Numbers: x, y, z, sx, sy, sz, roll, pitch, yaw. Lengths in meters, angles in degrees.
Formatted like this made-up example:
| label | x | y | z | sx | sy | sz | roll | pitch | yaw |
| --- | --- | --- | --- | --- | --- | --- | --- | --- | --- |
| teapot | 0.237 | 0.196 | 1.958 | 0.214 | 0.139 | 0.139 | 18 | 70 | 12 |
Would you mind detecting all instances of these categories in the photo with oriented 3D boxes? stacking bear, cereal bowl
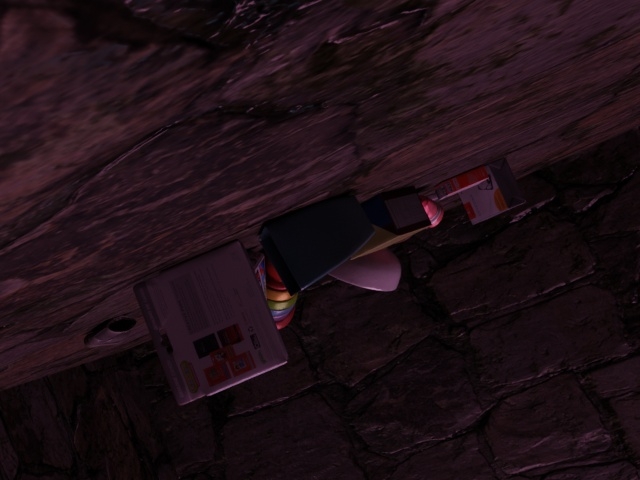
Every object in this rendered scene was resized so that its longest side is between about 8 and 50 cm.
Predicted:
| label | x | y | z | sx | sy | sz | roll | pitch | yaw |
| --- | --- | --- | --- | --- | --- | --- | --- | --- | --- |
| stacking bear | -0.140 | 0.132 | 1.706 | 0.175 | 0.164 | 0.289 | 7 | 130 | -11 |
| cereal bowl | 0.147 | 0.055 | 1.984 | 0.338 | 0.141 | 0.339 | 18 | -167 | -4 |

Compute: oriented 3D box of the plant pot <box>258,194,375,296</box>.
| label | x | y | z | sx | sy | sz | roll | pitch | yaw |
| --- | --- | --- | --- | --- | --- | --- | --- | --- | --- |
| plant pot | 0.000 | 0.000 | 1.291 | 0.234 | 0.166 | 0.165 | -28 | 176 | -15 |

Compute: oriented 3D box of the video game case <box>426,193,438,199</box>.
| label | x | y | z | sx | sy | sz | roll | pitch | yaw |
| --- | --- | --- | --- | --- | --- | --- | --- | --- | --- |
| video game case | 0.326 | -0.114 | 2.221 | 0.204 | 0.025 | 0.285 | -18 | 173 | -42 |

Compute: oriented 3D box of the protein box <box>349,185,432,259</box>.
| label | x | y | z | sx | sy | sz | roll | pitch | yaw |
| --- | --- | --- | --- | --- | --- | --- | --- | --- | --- |
| protein box | 0.189 | -0.055 | 1.640 | 0.199 | 0.136 | 0.201 | -29 | 172 | 40 |

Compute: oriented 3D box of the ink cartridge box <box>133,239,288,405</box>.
| label | x | y | z | sx | sy | sz | roll | pitch | yaw |
| --- | --- | --- | --- | --- | --- | --- | --- | --- | --- |
| ink cartridge box | -0.258 | 0.195 | 1.299 | 0.271 | 0.310 | 0.130 | -22 | 175 | -4 |

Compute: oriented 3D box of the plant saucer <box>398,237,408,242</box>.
| label | x | y | z | sx | sy | sz | roll | pitch | yaw |
| --- | --- | --- | --- | --- | --- | --- | --- | --- | --- |
| plant saucer | 0.291 | -0.054 | 1.980 | 0.198 | 0.036 | 0.199 | -27 | -146 | 20 |

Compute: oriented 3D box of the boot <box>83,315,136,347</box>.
| label | x | y | z | sx | sy | sz | roll | pitch | yaw |
| --- | --- | --- | --- | --- | --- | --- | --- | --- | --- |
| boot | -0.697 | 0.304 | 1.863 | 0.208 | 0.076 | 0.189 | -35 | 171 | 34 |

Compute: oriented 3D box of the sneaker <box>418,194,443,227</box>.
| label | x | y | z | sx | sy | sz | roll | pitch | yaw |
| --- | --- | --- | --- | --- | --- | --- | --- | --- | --- |
| sneaker | 0.260 | -0.096 | 1.876 | 0.313 | 0.116 | 0.136 | -16 | 145 | 33 |

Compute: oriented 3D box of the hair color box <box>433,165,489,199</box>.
| label | x | y | z | sx | sy | sz | roll | pitch | yaw |
| --- | --- | --- | --- | --- | --- | --- | --- | --- | --- |
| hair color box | 0.497 | -0.204 | 1.911 | 0.167 | 0.054 | 0.093 | -23 | 176 | -11 |

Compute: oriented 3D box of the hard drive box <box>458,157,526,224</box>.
| label | x | y | z | sx | sy | sz | roll | pitch | yaw |
| --- | --- | --- | --- | --- | --- | --- | --- | --- | --- |
| hard drive box | 0.635 | -0.180 | 2.036 | 0.089 | 0.181 | 0.232 | -21 | 173 | -20 |

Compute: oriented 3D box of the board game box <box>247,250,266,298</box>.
| label | x | y | z | sx | sy | sz | roll | pitch | yaw |
| --- | --- | --- | --- | --- | --- | --- | --- | --- | --- |
| board game box | -0.214 | 0.207 | 1.552 | 0.053 | 0.306 | 0.193 | 12 | -141 | 13 |
